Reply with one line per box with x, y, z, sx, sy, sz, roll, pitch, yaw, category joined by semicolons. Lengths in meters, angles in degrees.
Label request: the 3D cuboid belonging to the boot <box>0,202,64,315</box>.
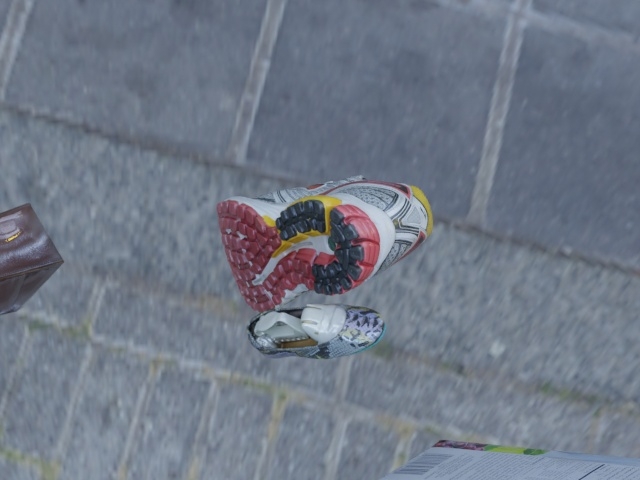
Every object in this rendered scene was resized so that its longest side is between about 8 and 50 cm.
-0.155;-0.002;0.779;0.114;0.106;0.037;-16;50;-35;boot

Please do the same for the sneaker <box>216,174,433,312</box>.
0.000;0.000;1.382;0.093;0.225;0.088;-20;101;-30;sneaker

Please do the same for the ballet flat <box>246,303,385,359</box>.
-0.009;0.061;1.329;0.041;0.114;0.041;11;76;-47;ballet flat

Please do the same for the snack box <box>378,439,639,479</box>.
0.132;0.188;0.880;0.070;0.207;0.174;-27;109;-44;snack box
